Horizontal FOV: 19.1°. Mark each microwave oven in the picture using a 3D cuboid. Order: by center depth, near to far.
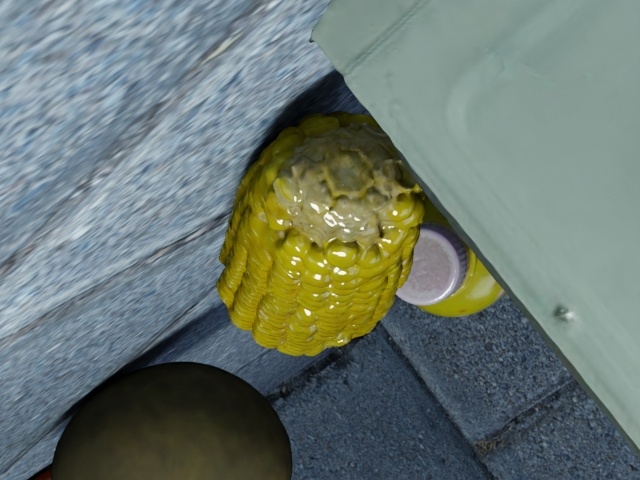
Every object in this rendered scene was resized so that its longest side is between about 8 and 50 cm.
[{"bbox_3d":[0.169,-0.069,0.623,0.181,0.237,0.295,-38,179,36],"label":"microwave oven"}]

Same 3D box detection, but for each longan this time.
[{"bbox_3d":[-0.119,0.173,1.395,0.204,0.159,0.185,-20,-175,25],"label":"longan"}]

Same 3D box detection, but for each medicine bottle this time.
[{"bbox_3d":[0.117,0.010,1.704,0.122,0.122,0.212,-38,175,19],"label":"medicine bottle"}]

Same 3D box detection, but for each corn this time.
[{"bbox_3d":[0.000,0.000,0.911,0.097,0.097,0.262,-35,174,-11],"label":"corn"}]

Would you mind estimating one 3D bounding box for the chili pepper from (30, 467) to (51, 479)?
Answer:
[{"bbox_3d":[-0.237,0.248,1.734,0.192,0.084,0.086,-26,-174,-42],"label":"chili pepper"}]
